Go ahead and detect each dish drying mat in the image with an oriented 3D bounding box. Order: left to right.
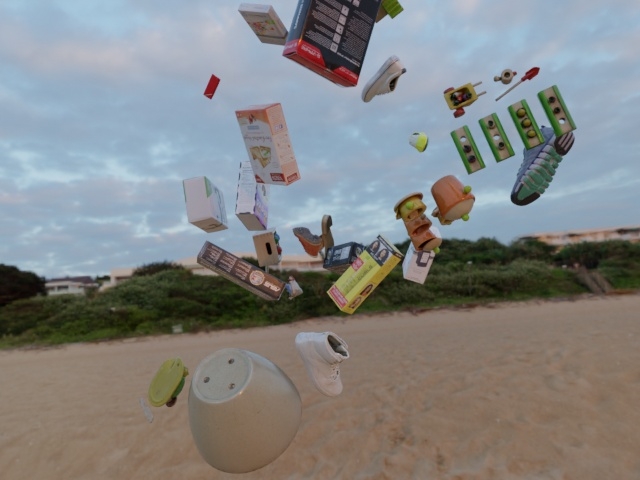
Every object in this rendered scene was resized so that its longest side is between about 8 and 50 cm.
[{"bbox_3d":[-0.348,-0.491,1.578,0.032,0.008,0.083,35,-49,-6],"label":"dish drying mat"}]

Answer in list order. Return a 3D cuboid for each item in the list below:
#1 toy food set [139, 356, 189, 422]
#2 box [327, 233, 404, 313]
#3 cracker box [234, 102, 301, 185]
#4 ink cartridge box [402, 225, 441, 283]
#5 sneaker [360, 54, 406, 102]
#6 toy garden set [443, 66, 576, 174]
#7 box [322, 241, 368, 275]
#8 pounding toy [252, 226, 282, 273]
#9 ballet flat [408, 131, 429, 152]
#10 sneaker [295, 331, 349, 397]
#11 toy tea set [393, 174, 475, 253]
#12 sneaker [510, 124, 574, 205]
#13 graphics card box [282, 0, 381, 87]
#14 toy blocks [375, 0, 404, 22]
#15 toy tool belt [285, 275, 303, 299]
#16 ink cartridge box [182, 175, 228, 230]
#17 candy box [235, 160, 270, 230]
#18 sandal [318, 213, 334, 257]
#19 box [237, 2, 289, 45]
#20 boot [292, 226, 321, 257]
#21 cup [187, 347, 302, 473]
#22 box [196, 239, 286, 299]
[{"bbox_3d":[-0.525,0.510,1.706,0.128,0.218,0.071,28,-8,43],"label":"toy food set"},{"bbox_3d":[0.127,0.097,1.410,0.232,0.087,0.058,-49,-39,13],"label":"box"},{"bbox_3d":[-0.157,-0.283,1.466,0.067,0.232,0.156,-32,28,-33],"label":"cracker box"},{"bbox_3d":[0.469,0.055,2.300,0.100,0.237,0.172,18,20,0],"label":"ink cartridge box"},{"bbox_3d":[0.247,-0.618,1.963,0.094,0.091,0.258,-34,-5,-30],"label":"sneaker"},{"bbox_3d":[0.408,-0.291,1.103,0.244,0.203,0.049,-23,-8,16],"label":"toy garden set"},{"bbox_3d":[0.117,0.073,1.672,0.147,0.077,0.180,22,-18,-23],"label":"box"},{"bbox_3d":[-0.198,0.042,2.006,0.094,0.181,0.206,-12,9,3],"label":"pounding toy"},{"bbox_3d":[0.416,-0.426,2.109,0.077,0.077,0.231,18,21,3],"label":"ballet flat"},{"bbox_3d":[0.041,0.455,1.790,0.169,0.292,0.108,-14,24,38],"label":"sneaker"},{"bbox_3d":[0.326,-0.046,1.357,0.200,0.124,0.336,-30,-24,5],"label":"toy tea set"},{"bbox_3d":[0.537,-0.189,1.244,0.083,0.223,0.098,34,3,-30],"label":"sneaker"},{"bbox_3d":[0.049,-0.668,1.445,0.233,0.370,0.094,16,1,-34],"label":"graphics card box"},{"bbox_3d":[0.124,-0.922,1.677,0.191,0.381,0.261,-34,-49,16],"label":"toy blocks"},{"bbox_3d":[-0.099,0.159,1.654,0.051,0.083,0.052,-36,-45,-2],"label":"toy tool belt"},{"bbox_3d":[-0.423,-0.128,1.829,0.093,0.160,0.219,-12,-10,4],"label":"ink cartridge box"},{"bbox_3d":[-0.231,-0.151,1.703,0.070,0.196,0.165,-1,-19,9],"label":"candy box"},{"bbox_3d":[0.002,-0.004,1.933,0.079,0.240,0.088,11,39,19],"label":"sandal"},{"bbox_3d":[-0.206,-0.818,1.872,0.145,0.038,0.186,19,-11,27],"label":"box"},{"bbox_3d":[-0.055,0.005,1.834,0.059,0.084,0.158,-18,35,-29],"label":"boot"},{"bbox_3d":[-0.238,0.442,1.388,0.331,0.331,0.237,-7,-47,10],"label":"cup"},{"bbox_3d":[-0.252,0.100,1.533,0.270,0.060,0.216,29,-13,-10],"label":"box"}]
